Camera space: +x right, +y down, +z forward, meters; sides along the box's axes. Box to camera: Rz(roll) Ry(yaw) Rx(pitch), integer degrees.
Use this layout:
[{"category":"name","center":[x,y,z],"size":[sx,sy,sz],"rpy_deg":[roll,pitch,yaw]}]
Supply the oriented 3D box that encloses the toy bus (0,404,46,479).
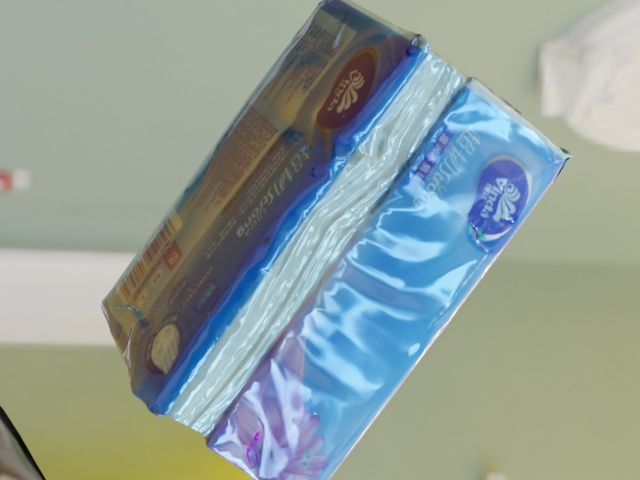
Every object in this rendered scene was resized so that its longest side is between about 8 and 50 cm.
[{"category":"toy bus","center":[-0.107,0.175,0.377],"size":[0.127,0.147,0.302],"rpy_deg":[-27,-101,35]}]

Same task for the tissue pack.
[{"category":"tissue pack","center":[0.000,0.000,1.062],"size":[0.263,0.146,0.198],"rpy_deg":[-53,-159,4]}]
